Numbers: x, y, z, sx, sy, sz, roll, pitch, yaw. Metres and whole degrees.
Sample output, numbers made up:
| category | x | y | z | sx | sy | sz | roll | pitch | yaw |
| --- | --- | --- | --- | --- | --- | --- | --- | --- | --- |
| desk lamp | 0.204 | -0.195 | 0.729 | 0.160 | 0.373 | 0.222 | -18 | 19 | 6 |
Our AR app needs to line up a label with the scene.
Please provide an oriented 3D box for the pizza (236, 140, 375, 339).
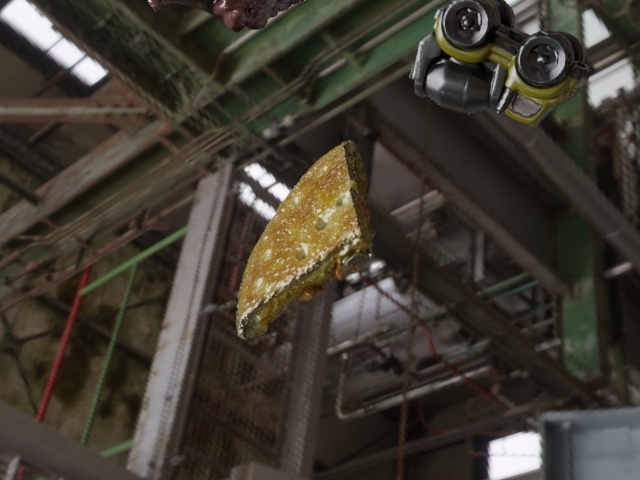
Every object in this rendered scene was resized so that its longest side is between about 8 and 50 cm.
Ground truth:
| category | x | y | z | sx | sy | sz | roll | pitch | yaw |
| --- | --- | --- | --- | --- | --- | --- | --- | --- | --- |
| pizza | 0.000 | 0.000 | 1.203 | 0.058 | 0.197 | 0.292 | 43 | -117 | -32 |

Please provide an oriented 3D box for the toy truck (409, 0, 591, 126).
| category | x | y | z | sx | sy | sz | roll | pitch | yaw |
| --- | --- | --- | --- | --- | --- | --- | --- | --- | --- |
| toy truck | 0.243 | -0.233 | 1.388 | 0.224 | 0.165 | 0.147 | 30 | -160 | 13 |

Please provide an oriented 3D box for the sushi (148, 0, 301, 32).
| category | x | y | z | sx | sy | sz | roll | pitch | yaw |
| --- | --- | --- | --- | --- | --- | --- | --- | --- | --- |
| sushi | -0.088 | -0.304 | 0.894 | 0.236 | 0.171 | 0.270 | 34 | -153 | 8 |
